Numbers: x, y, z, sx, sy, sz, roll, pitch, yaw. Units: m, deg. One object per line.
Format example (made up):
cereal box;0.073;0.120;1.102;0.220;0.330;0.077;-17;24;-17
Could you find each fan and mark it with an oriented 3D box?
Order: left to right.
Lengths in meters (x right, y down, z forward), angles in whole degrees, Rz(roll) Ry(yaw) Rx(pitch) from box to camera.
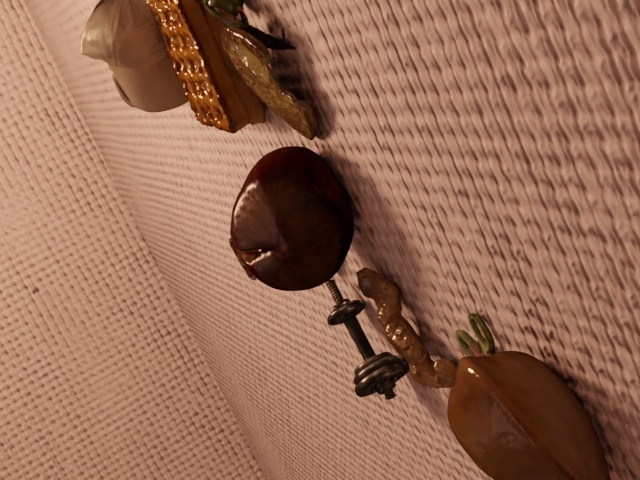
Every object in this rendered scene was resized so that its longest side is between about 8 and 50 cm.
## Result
fan;-0.187;0.040;2.529;0.132;0.009;0.220;58;164;0

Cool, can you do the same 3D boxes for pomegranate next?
pomegranate;-0.156;-0.407;1.659;0.073;0.085;0.073;27;-166;-7

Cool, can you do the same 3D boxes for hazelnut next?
hazelnut;-0.044;-0.041;1.718;0.217;0.217;0.252;39;143;50

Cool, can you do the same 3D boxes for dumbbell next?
dumbbell;0.073;0.184;1.884;0.255;0.110;0.110;61;164;18

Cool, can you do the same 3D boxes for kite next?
kite;-0.118;-0.341;1.614;0.182;0.010;0.160;29;171;10

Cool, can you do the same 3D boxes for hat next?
hat;-0.326;-0.375;1.960;0.226;0.219;0.164;48;153;12

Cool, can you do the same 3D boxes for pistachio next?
pistachio;0.278;0.258;1.318;0.260;0.163;0.212;45;-174;32

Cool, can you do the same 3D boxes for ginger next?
ginger;0.140;0.160;1.717;0.259;0.065;0.149;49;162;26

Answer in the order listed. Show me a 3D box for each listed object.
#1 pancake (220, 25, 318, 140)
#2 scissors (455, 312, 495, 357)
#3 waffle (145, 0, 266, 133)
pancake;-0.087;-0.259;1.660;0.235;0.029;0.212;52;169;-23
scissors;0.263;0.200;1.497;0.187;0.020;0.133;57;166;17
waffle;-0.218;-0.354;1.863;0.213;0.091;0.308;26;140;62
